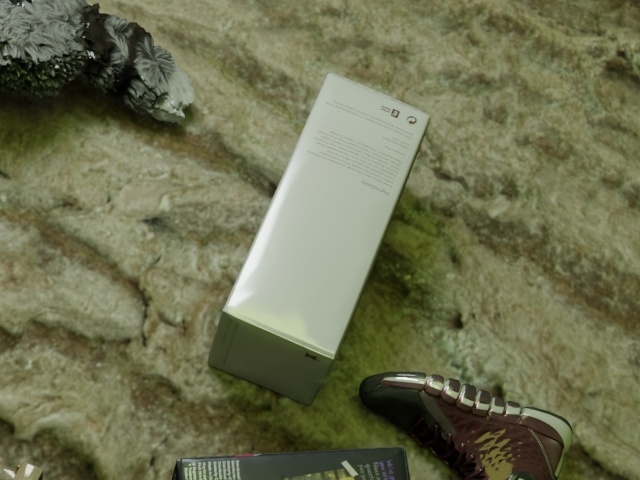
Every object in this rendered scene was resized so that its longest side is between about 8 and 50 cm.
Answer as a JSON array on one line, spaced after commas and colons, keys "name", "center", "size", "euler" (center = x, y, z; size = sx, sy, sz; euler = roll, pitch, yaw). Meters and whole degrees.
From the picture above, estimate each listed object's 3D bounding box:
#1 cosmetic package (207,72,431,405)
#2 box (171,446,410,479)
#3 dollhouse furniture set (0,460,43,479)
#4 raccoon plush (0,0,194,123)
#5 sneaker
[{"name": "cosmetic package", "center": [0.000, 0.000, 1.866], "size": [0.155, 0.197, 0.366], "euler": [24, 62, 0]}, {"name": "box", "center": [-0.037, 0.335, 1.721], "size": [0.270, 0.165, 0.143], "euler": [-1, 66, -12]}, {"name": "dollhouse furniture set", "center": [-0.405, 0.316, 1.666], "size": [0.123, 0.151, 0.144], "euler": [26, 61, 1]}, {"name": "raccoon plush", "center": [-0.429, -0.219, 1.931], "size": [0.446, 0.299, 0.216], "euler": [42, 43, -26]}, {"name": "sneaker", "center": [0.173, 0.269, 1.829], "size": [0.281, 0.106, 0.163], "euler": [16, 67, -5]}]
